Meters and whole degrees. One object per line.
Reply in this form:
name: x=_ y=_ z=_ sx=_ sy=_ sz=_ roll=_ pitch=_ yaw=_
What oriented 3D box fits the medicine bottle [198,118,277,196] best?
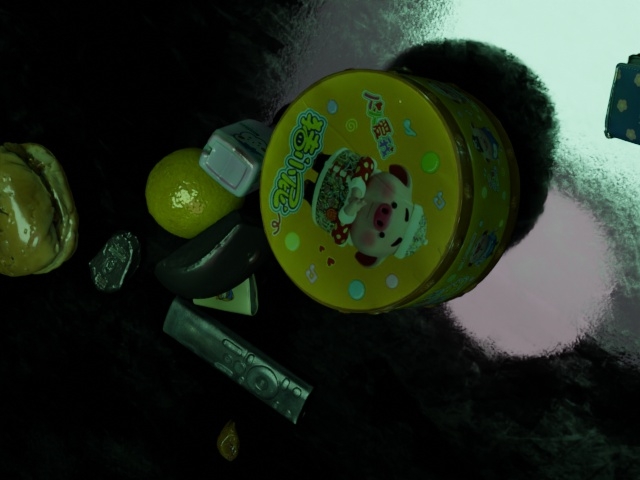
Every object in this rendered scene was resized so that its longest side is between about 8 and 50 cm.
medicine bottle: x=-0.131 y=-0.167 z=1.847 sx=0.119 sy=0.188 sz=0.094 roll=40 pitch=122 yaw=12

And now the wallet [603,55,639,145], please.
wallet: x=0.537 y=-0.201 z=1.486 sx=0.202 sy=0.059 sz=0.141 roll=30 pitch=121 yaw=48

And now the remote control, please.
remote control: x=-0.184 y=0.260 z=2.120 sx=0.377 sy=0.044 sz=0.107 roll=33 pitch=124 yaw=16

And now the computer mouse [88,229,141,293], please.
computer mouse: x=-0.459 y=0.046 z=2.196 sx=0.099 sy=0.057 sz=0.172 roll=39 pitch=111 yaw=14

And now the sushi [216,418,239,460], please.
sushi: x=-0.211 y=0.459 z=2.204 sx=0.050 sy=0.047 sz=0.099 roll=7 pitch=103 yaw=-18

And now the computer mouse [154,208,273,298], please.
computer mouse: x=-0.201 y=0.045 z=1.941 sx=0.269 sy=0.170 sz=0.100 roll=-34 pitch=69 yaw=19

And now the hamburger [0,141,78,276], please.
hamburger: x=-0.698 y=-0.064 z=2.229 sx=0.284 sy=0.174 sz=0.304 roll=-19 pitch=90 yaw=45

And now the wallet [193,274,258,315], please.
wallet: x=-0.208 y=0.098 z=2.078 sx=0.155 sy=0.039 sz=0.110 roll=9 pitch=115 yaw=28

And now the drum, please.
drum: x=0.114 y=-0.086 z=1.665 sx=0.431 sy=0.214 sz=0.431 roll=2 pitch=94 yaw=36

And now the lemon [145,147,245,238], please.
lemon: x=-0.252 y=-0.097 z=1.947 sx=0.244 sy=0.187 sz=0.186 roll=-20 pitch=97 yaw=25
